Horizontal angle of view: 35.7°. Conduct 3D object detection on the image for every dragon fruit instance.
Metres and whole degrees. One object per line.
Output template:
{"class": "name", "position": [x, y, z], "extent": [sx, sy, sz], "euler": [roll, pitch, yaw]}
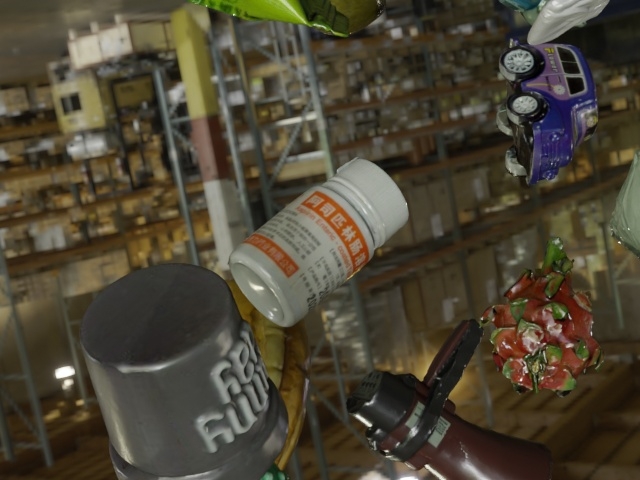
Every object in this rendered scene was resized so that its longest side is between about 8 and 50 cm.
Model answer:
{"class": "dragon fruit", "position": [0.289, 0.097, 1.295], "extent": [0.137, 0.236, 0.135], "euler": [-24, 136, 28]}

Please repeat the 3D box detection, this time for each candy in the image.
{"class": "candy", "position": [-0.082, -0.232, 0.821], "extent": [0.246, 0.069, 0.149], "euler": [25, -154, -12]}

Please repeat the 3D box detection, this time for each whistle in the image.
{"class": "whistle", "position": [0.316, -0.396, 1.566], "extent": [0.235, 0.077, 0.114], "euler": [24, -177, -28]}

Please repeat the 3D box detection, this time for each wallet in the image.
{"class": "wallet", "position": [0.352, -0.319, 1.374], "extent": [0.124, 0.032, 0.183], "euler": [-26, 174, -1]}

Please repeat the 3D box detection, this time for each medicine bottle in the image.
{"class": "medicine bottle", "position": [0.000, 0.000, 1.446], "extent": [0.252, 0.144, 0.144], "euler": [-40, -161, -24]}

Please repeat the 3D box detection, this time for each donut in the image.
{"class": "donut", "position": [-0.165, 0.269, 1.660], "extent": [0.198, 0.449, 0.449], "euler": [23, 174, -20]}

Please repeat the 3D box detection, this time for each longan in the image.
{"class": "longan", "position": [0.015, -0.373, 1.429], "extent": [0.176, 0.145, 0.155], "euler": [23, 163, 0]}

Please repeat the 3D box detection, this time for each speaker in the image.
{"class": "speaker", "position": [0.232, 0.298, 1.625], "extent": [0.259, 0.329, 0.198], "euler": [-45, -165, 8]}

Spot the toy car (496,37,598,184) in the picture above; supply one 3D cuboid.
{"class": "toy car", "position": [0.381, -0.217, 1.660], "extent": [0.158, 0.235, 0.172], "euler": [-5, 146, 5]}

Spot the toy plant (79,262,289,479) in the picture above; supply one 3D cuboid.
{"class": "toy plant", "position": [-0.114, 0.223, 1.025], "extent": [0.185, 0.400, 0.279], "euler": [-22, -141, -11]}

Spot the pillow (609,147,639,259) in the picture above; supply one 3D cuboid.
{"class": "pillow", "position": [0.507, -0.048, 1.284], "extent": [0.138, 0.283, 0.310], "euler": [4, -147, -24]}
